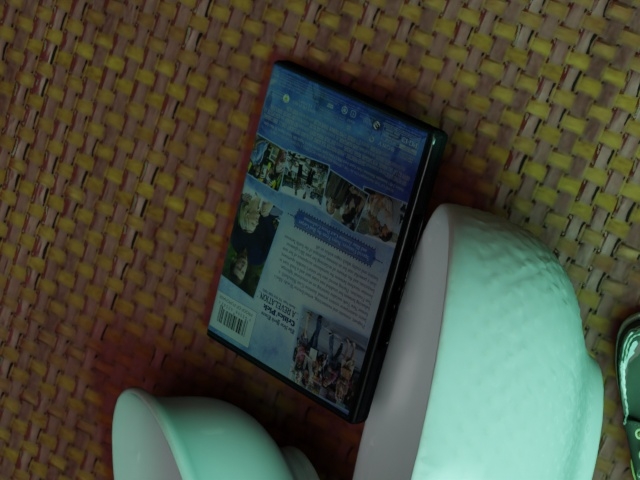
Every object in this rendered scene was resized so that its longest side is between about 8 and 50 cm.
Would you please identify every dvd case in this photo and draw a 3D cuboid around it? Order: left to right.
[{"bbox_3d":[0.000,0.000,1.345,0.180,0.022,0.253,28,111,36],"label":"dvd case"}]

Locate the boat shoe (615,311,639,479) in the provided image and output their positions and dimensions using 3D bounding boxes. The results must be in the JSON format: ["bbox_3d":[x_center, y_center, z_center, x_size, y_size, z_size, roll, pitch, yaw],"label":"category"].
[{"bbox_3d":[0.281,0.167,1.277,0.081,0.068,0.228,-17,95,23],"label":"boat shoe"}]

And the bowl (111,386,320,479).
[{"bbox_3d":[-0.070,0.254,1.363,0.134,0.298,0.298,-10,100,-20],"label":"bowl"}]

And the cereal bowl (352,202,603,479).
[{"bbox_3d":[0.116,0.149,1.210,0.141,0.339,0.339,15,107,-3],"label":"cereal bowl"}]
